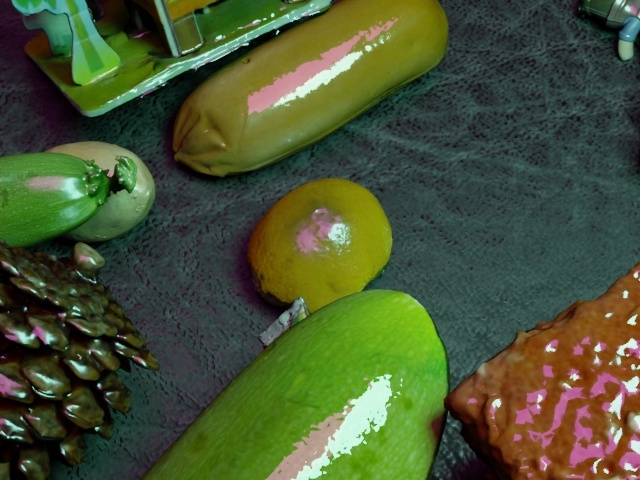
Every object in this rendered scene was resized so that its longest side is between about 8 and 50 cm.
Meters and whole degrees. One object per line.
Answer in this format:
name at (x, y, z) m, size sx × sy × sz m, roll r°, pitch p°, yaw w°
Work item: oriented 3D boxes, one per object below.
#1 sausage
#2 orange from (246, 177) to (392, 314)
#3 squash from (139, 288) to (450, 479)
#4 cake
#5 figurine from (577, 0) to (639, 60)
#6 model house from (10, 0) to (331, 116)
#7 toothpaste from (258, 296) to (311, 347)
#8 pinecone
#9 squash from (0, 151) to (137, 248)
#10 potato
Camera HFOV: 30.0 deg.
sausage at (-0.015, -0.184, 1.383) m, size 0.354 × 0.116 × 0.134 m, roll -33°, pitch 83°, yaw -15°
orange at (0.000, 0.000, 1.290) m, size 0.160 × 0.112 × 0.170 m, roll -1°, pitch 51°, yaw -4°
squash at (-0.006, 0.196, 1.103) m, size 0.233 × 0.210 × 0.309 m, roll 17°, pitch 51°, yaw 45°
cake at (0.295, 0.198, 1.069) m, size 0.269 × 0.319 × 0.270 m, roll -33°, pitch 61°, yaw -5°
figurine at (0.414, -0.265, 1.471) m, size 0.196 × 0.108 × 0.114 m, roll 22°, pitch 51°, yaw 28°
model house at (-0.209, -0.358, 1.322) m, size 0.357 × 0.313 × 0.242 m, roll -28°, pitch 38°, yaw -15°
toothpaste at (0.018, 0.177, 1.222) m, size 0.046 × 0.078 × 0.248 m, roll -5°, pitch 57°, yaw -51°
pinecone at (-0.285, 0.125, 1.141) m, size 0.224 × 0.224 × 0.273 m, roll 29°, pitch 89°, yaw 11°
squash at (-0.368, -0.024, 1.229) m, size 0.378 × 0.101 × 0.101 m, roll -13°, pitch 62°, yaw 10°
potato at (-0.248, -0.058, 1.304) m, size 0.146 × 0.112 × 0.112 m, roll 7°, pitch 62°, yaw 8°
